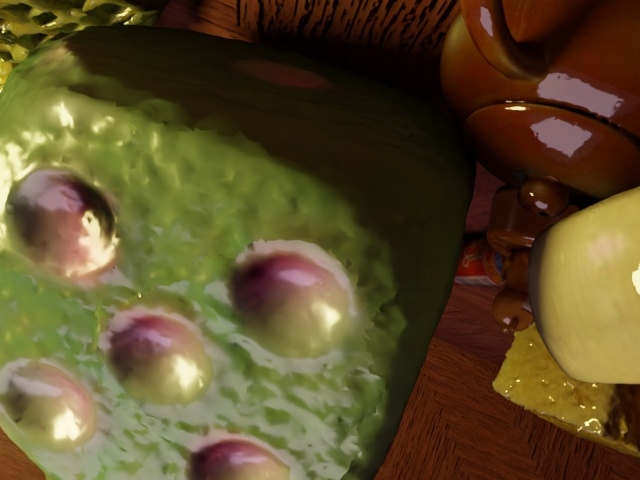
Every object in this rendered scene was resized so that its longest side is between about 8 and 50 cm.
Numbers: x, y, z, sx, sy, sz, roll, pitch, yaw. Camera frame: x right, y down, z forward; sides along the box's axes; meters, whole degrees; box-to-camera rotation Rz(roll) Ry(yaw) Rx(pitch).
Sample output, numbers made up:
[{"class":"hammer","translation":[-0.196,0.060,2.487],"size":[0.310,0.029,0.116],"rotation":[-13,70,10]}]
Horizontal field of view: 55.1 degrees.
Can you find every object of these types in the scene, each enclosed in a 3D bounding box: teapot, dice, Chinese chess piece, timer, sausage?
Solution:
[{"class":"teapot","translation":[0.141,-0.084,0.356],"size":[0.178,0.135,0.252],"rotation":[8,164,42]},{"class":"dice","translation":[-0.070,0.018,0.517],"size":[0.319,0.330,0.322],"rotation":[18,-154,5]},{"class":"Chinese chess piece","translation":[0.265,0.014,0.368],"size":[0.274,0.102,0.273],"rotation":[-11,169,-2]},{"class":"timer","translation":[0.237,0.034,0.694],"size":[0.132,0.152,0.132],"rotation":[22,170,4]},{"class":"sausage","translation":[0.233,0.033,0.929],"size":[0.074,0.074,0.274],"rotation":[25,170,-12]}]

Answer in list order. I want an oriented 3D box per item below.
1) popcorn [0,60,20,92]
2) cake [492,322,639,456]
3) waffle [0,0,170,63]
[{"class":"popcorn","translation":[-0.306,-0.178,0.774],"size":[0.233,0.192,0.266],"rotation":[9,-164,-9]},{"class":"cake","translation":[0.430,0.184,0.871],"size":[0.286,0.222,0.227],"rotation":[27,171,-23]},{"class":"waffle","translation":[-0.279,-0.215,0.495],"size":[0.318,0.073,0.297],"rotation":[-1,171,-16]}]
